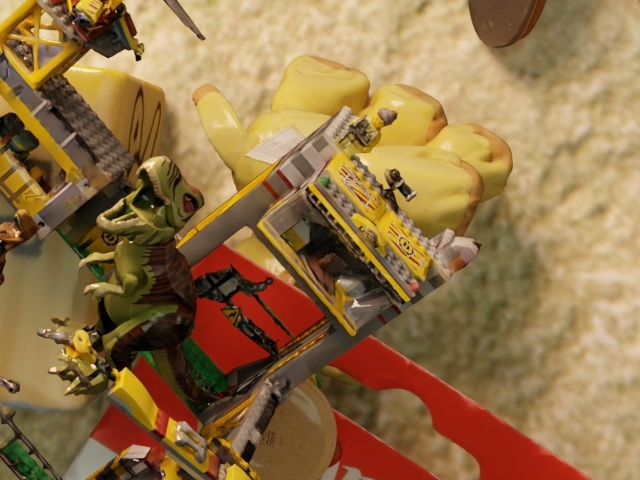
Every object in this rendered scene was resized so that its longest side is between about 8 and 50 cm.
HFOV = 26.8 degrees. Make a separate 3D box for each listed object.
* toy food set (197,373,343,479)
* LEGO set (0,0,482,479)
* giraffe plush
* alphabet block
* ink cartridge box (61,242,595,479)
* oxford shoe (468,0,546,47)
[{"bbox_3d":[-0.029,0.111,0.772,0.083,0.020,0.083,-5,98,6],"label":"toy food set"},{"bbox_3d":[-0.071,-0.017,0.616,0.192,0.255,0.331,-37,90,23],"label":"LEGO set"},{"bbox_3d":[0.000,0.000,0.849,0.181,0.210,0.170,33,121,30],"label":"giraffe plush"},{"bbox_3d":[-0.211,-0.016,0.833,0.194,0.192,0.197,8,93,-1],"label":"alphabet block"},{"bbox_3d":[-0.037,0.235,0.826,0.308,0.091,0.385,33,117,0],"label":"ink cartridge box"},{"bbox_3d":[0.153,-0.226,0.876,0.076,0.076,0.212,3,107,-38],"label":"oxford shoe"}]
